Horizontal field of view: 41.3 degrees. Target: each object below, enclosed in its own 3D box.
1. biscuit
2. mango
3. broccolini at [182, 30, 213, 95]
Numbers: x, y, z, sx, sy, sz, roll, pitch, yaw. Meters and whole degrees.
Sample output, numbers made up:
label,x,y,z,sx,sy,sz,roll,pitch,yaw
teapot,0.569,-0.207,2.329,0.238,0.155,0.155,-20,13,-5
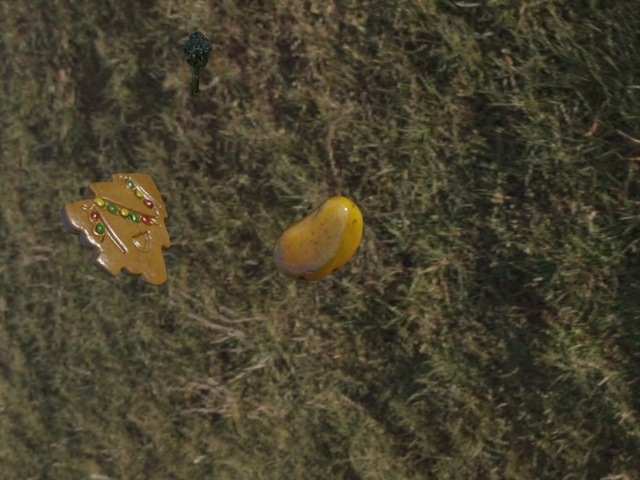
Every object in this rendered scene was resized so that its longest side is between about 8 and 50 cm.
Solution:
label,x,y,z,sx,sy,sz,roll,pitch,yaw
biscuit,-0.127,-0.013,0.566,0.082,0.092,0.016,41,131,-21
mango,0.001,0.003,1.431,0.178,0.115,0.090,-37,32,17
broccolini,-0.163,-0.220,1.096,0.030,0.035,0.140,37,157,2
